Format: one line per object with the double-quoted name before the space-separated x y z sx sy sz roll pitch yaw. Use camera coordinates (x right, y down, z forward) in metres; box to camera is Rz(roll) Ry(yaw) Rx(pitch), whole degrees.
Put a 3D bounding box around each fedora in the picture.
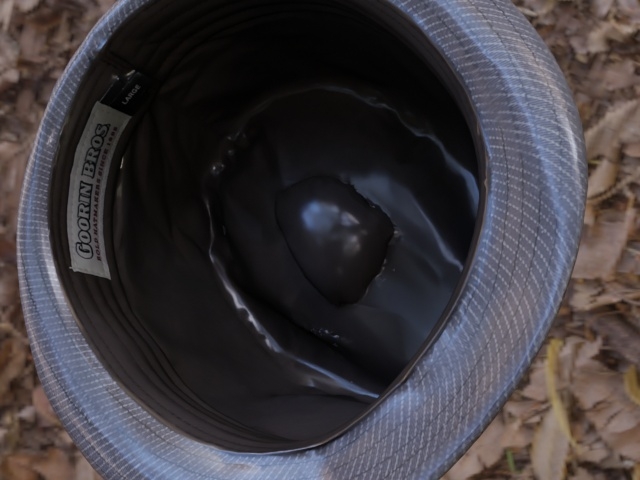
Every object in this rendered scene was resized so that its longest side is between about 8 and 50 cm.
"fedora" 0.000 0.000 0.504 0.275 0.124 0.244 36 95 36
